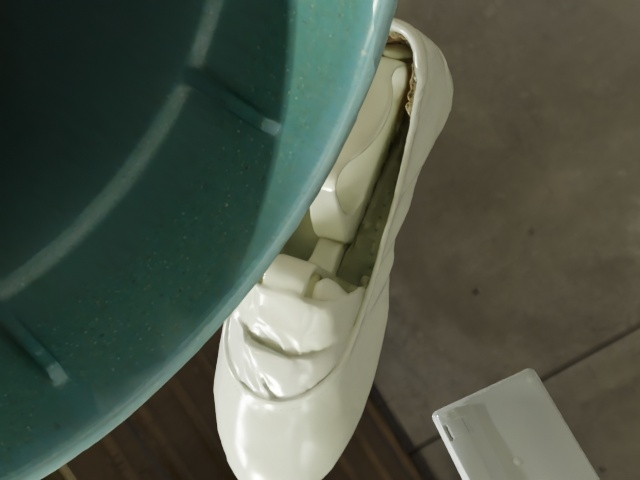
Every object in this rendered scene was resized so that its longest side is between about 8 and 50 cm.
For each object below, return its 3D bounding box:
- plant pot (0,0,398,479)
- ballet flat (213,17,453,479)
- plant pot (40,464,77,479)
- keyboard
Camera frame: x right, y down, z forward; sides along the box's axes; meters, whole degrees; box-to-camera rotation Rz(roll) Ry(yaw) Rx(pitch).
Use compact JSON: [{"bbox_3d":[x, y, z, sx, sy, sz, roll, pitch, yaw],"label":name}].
[{"bbox_3d":[-0.199,-0.115,0.412,0.334,0.341,0.341,36,-158,24],"label":"plant pot"},{"bbox_3d":[0.000,0.000,0.812,0.139,0.139,0.400,29,-105,-37],"label":"ballet flat"},{"bbox_3d":[-0.420,0.368,1.031,0.323,0.280,0.323,21,-145,-16],"label":"plant pot"},{"bbox_3d":[0.144,0.183,0.571,0.014,0.072,0.256,75,172,-49],"label":"keyboard"}]
